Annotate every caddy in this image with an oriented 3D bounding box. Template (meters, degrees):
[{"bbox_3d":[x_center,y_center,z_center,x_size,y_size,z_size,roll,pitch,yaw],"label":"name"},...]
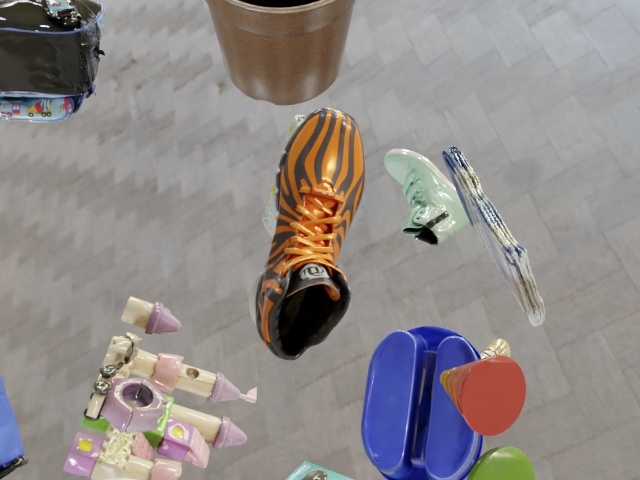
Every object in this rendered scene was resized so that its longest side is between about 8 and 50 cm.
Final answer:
[{"bbox_3d":[0.210,0.335,1.594,0.241,0.179,0.341,5,74,16],"label":"caddy"}]

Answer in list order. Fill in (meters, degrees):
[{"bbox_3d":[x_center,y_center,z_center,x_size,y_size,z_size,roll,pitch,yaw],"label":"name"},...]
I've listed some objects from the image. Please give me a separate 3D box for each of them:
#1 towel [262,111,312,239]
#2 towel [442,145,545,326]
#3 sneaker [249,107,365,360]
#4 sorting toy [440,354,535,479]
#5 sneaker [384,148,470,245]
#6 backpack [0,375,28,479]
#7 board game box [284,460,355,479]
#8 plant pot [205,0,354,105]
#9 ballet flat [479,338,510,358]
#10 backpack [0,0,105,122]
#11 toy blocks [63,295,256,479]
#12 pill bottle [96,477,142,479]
[{"bbox_3d":[-0.028,-0.101,2.023,0.320,0.090,0.374,59,138,47],"label":"towel"},{"bbox_3d":[0.290,-0.010,1.322,0.034,0.209,0.285,-26,46,5],"label":"towel"},{"bbox_3d":[0.000,0.000,0.975,0.180,0.124,0.321,-132,52,-73],"label":"sneaker"},{"bbox_3d":[0.243,0.344,1.230,0.126,0.127,0.365,10,110,61],"label":"sorting toy"},{"bbox_3d":[0.207,-0.096,1.757,0.151,0.094,0.256,-38,65,-26],"label":"sneaker"},{"bbox_3d":[-0.238,0.104,0.410,0.098,0.120,0.101,-27,84,18],"label":"backpack"},{"bbox_3d":[0.026,0.531,1.366,0.336,0.079,0.254,9,29,39],"label":"board game box"},{"bbox_3d":[-0.038,-0.227,0.754,0.167,0.165,0.167,1,65,-2],"label":"plant pot"},{"bbox_3d":[0.339,0.294,1.675,0.073,0.067,0.206,13,71,43],"label":"ballet flat"},{"bbox_3d":[-0.310,-0.210,0.852,0.158,0.117,0.173,1,29,-3],"label":"backpack"},{"bbox_3d":[-0.230,0.278,1.232,0.288,0.260,0.309,-83,18,-55],"label":"toy blocks"},{"bbox_3d":[-0.227,0.439,0.732,0.224,0.224,0.392,-21,30,26],"label":"pill bottle"}]
